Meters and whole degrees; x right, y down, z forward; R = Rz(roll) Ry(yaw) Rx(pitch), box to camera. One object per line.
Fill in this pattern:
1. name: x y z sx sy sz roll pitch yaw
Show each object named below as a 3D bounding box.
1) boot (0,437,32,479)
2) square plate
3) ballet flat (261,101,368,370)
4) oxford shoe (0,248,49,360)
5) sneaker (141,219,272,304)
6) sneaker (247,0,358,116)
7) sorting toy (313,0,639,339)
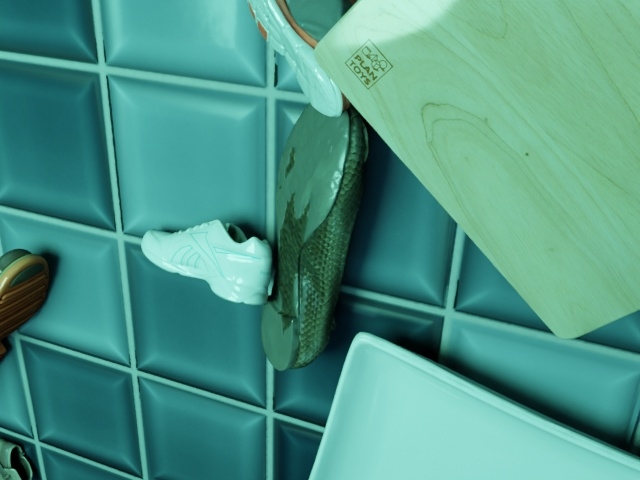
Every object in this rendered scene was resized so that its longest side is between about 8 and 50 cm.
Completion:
1. boot: -0.419 0.317 0.923 0.087 0.042 0.118 -7 111 25
2. square plate: 0.150 0.277 0.643 0.344 0.049 0.347 23 121 12
3. ballet flat: 0.000 0.000 0.577 0.084 0.058 0.250 39 127 48
4. oxford shoe: -0.389 0.079 0.764 0.098 0.097 0.271 49 123 3
5. sneaker: -0.099 0.009 0.621 0.152 0.053 0.061 19 97 33
6. sneaker: -0.006 -0.165 0.505 0.158 0.065 0.061 60 167 6
7. sorting toy: 0.174 -0.105 0.406 0.257 0.089 0.255 48 130 -5
